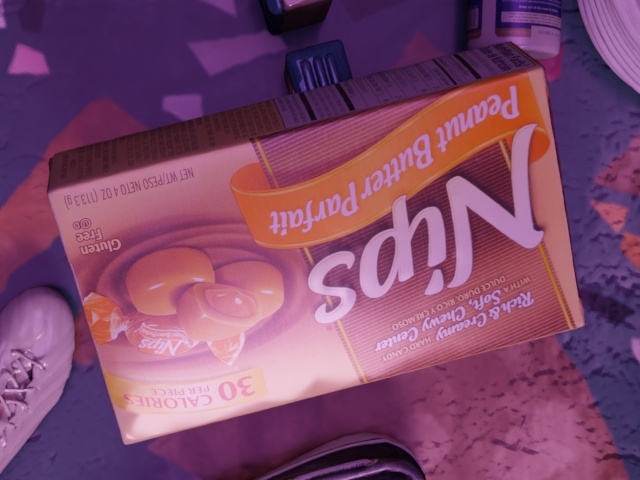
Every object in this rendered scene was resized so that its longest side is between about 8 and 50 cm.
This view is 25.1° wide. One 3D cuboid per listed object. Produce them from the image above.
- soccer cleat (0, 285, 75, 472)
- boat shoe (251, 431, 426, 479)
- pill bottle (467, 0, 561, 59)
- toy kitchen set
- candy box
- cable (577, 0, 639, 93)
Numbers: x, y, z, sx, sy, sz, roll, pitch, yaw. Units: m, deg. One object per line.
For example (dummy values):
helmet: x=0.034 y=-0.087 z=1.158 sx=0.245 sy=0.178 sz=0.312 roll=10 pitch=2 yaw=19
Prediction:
soccer cleat: x=-0.230 y=0.124 z=1.004 sx=0.068 sy=0.076 sz=0.196 roll=29 pitch=89 yaw=-3
boat shoe: x=-0.060 y=0.230 z=1.001 sx=0.301 sy=0.102 sz=0.108 roll=-24 pitch=92 yaw=-3
pill bottle: x=0.139 y=-0.191 z=1.027 sx=0.067 sy=0.067 sz=0.120 roll=2 pitch=90 yaw=-3
toy kitchen set: x=-0.057 y=-0.088 z=0.989 sx=0.166 sy=0.122 sz=0.207 roll=-16 pitch=91 yaw=-3
candy box: x=0.000 y=0.000 z=0.939 sx=0.316 sy=0.087 sz=0.183 roll=-14 pitch=112 yaw=-4
cable: x=0.314 y=-0.206 z=1.025 sx=0.257 sy=0.089 sz=0.257 roll=35 pitch=89 yaw=-3
